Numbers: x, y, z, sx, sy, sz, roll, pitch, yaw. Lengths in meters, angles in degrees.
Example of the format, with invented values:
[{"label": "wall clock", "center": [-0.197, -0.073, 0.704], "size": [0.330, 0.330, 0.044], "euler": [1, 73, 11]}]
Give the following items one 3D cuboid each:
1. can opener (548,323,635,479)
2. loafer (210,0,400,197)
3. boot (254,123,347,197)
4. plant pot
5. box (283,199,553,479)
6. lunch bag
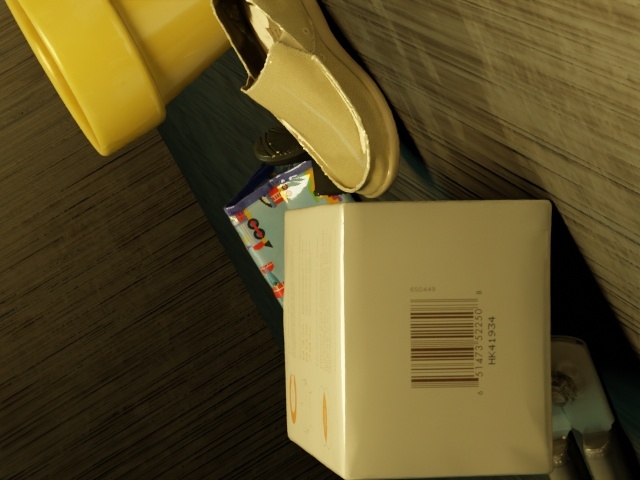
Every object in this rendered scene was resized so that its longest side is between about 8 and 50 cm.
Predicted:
[{"label": "can opener", "center": [0.233, 0.175, 1.748], "size": [0.093, 0.074, 0.280], "euler": [-74, -33, -51]}, {"label": "loafer", "center": [-0.022, -0.150, 1.871], "size": [0.268, 0.092, 0.102], "euler": [58, 143, 13]}, {"label": "boot", "center": [-0.004, -0.084, 2.038], "size": [0.045, 0.121, 0.099], "euler": [56, 166, 41]}, {"label": "plant pot", "center": [-0.197, -0.257, 2.137], "size": [0.254, 0.239, 0.254], "euler": [57, 173, 11]}, {"label": "box", "center": [0.072, 0.076, 1.660], "size": [0.345, 0.168, 0.215], "euler": [-179, 89, -82]}, {"label": "lunch bag", "center": [0.000, 0.000, 2.420], "size": [0.221, 0.138, 0.293], "euler": [59, -175, -7]}]
